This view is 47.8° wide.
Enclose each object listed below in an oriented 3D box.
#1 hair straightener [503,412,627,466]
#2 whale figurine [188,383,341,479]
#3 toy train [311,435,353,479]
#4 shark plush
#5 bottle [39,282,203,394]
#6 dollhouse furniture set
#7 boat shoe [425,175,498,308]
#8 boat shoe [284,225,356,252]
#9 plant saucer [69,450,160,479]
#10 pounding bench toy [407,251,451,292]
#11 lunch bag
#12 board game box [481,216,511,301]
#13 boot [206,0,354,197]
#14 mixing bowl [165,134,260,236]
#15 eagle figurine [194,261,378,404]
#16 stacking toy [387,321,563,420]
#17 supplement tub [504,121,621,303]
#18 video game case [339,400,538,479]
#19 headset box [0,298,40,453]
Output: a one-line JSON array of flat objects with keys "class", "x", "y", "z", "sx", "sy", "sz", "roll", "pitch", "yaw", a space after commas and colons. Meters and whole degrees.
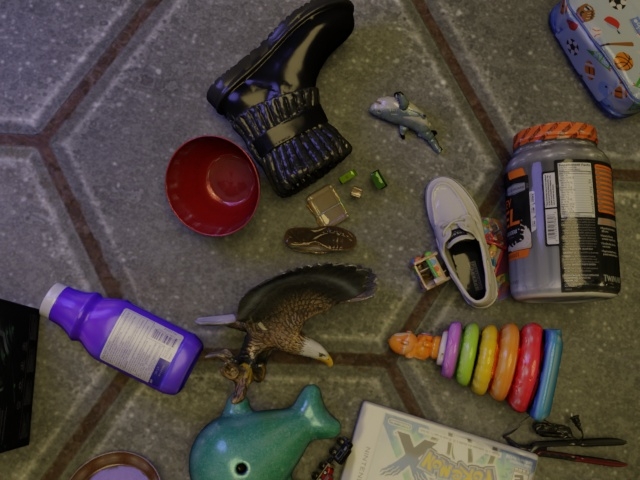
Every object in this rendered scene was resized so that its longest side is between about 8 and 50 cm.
[{"class": "hair straightener", "x": 0.457, "y": 0.366, "z": 1.347, "sx": 0.231, "sy": 0.047, "sz": 0.088, "roll": 6, "pitch": 79, "yaw": 1}, {"class": "whale figurine", "x": -0.094, "y": 0.358, "z": 1.244, "sx": 0.272, "sy": 0.141, "sz": 0.216, "roll": -29, "pitch": 83, "yaw": -11}, {"class": "toy train", "x": 0.006, "y": 0.420, "z": 1.286, "sx": 0.036, "sy": 0.027, "sz": 0.158, "roll": 35, "pitch": 88, "yaw": 32}, {"class": "shark plush", "x": 0.175, "y": -0.231, "z": 1.431, "sx": 0.161, "sy": 0.073, "sz": 0.067, "roll": 38, "pitch": 99, "yaw": -18}, {"class": "bottle", "x": -0.354, "y": 0.166, "z": 1.278, "sx": 0.283, "sy": 0.092, "sz": 0.118, "roll": 26, "pitch": 83, "yaw": 0}, {"class": "dollhouse furniture set", "x": 0.052, "y": -0.087, "z": 1.394, "sx": 0.152, "sy": 0.058, "sz": 0.076, "roll": -30, "pitch": 92, "yaw": 10}, {"class": "boat shoe", "x": 0.259, "y": -0.002, "z": 1.348, "sx": 0.096, "sy": 0.088, "sz": 0.267, "roll": -16, "pitch": 77, "yaw": 15}, {"class": "boat shoe", "x": 0.000, "y": 0.000, "z": 1.363, "sx": 0.136, "sy": 0.045, "sz": 0.050, "roll": 6, "pitch": 72, "yaw": 0}, {"class": "plant saucer", "x": -0.354, "y": 0.444, "z": 1.232, "sx": 0.169, "sy": 0.029, "sz": 0.168, "roll": 2, "pitch": 51, "yaw": -2}, {"class": "pounding bench toy", "x": 0.205, "y": 0.055, "z": 1.352, "sx": 0.052, "sy": 0.083, "sz": 0.065, "roll": -25, "pitch": 84, "yaw": -9}, {"class": "lunch bag", "x": 0.633, "y": -0.406, "z": 1.458, "sx": 0.243, "sy": 0.115, "sz": 0.303, "roll": -29, "pitch": 83, "yaw": -11}, {"class": "board game box", "x": 0.320, "y": 0.036, "z": 1.392, "sx": 0.133, "sy": 0.033, "sz": 0.168, "roll": -24, "pitch": 83, "yaw": -9}, {"class": "boot", "x": -0.012, "y": -0.270, "z": 1.362, "sx": 0.348, "sy": 0.131, "sz": 0.260, "roll": -41, "pitch": 79, "yaw": 0}, {"class": "mixing bowl", "x": -0.182, "y": -0.105, "z": 1.324, "sx": 0.182, "sy": 0.098, "sz": 0.181, "roll": 3, "pitch": 103, "yaw": 13}, {"class": "eagle figurine", "x": -0.049, "y": 0.131, "z": 1.257, "sx": 0.225, "sy": 0.226, "sz": 0.298, "roll": 32, "pitch": 96, "yaw": -35}, {"class": "stacking toy", "x": 0.272, "y": 0.209, "z": 1.315, "sx": 0.302, "sy": 0.175, "sz": 0.165, "roll": 11, "pitch": 84, "yaw": 11}, {"class": "supplement tub", "x": 0.442, "y": -0.046, "z": 1.335, "sx": 0.194, "sy": 0.193, "sz": 0.315, "roll": 1, "pitch": 79, "yaw": -5}, {"class": "video game case", "x": 0.191, "y": 0.478, "z": 1.285, "sx": 0.329, "sy": 0.036, "sz": 0.299, "roll": 17, "pitch": 79, "yaw": 4}, {"class": "headset box", "x": -0.562, "y": 0.218, "z": 1.155, "sx": 0.131, "sy": 0.283, "sz": 0.246, "roll": 2, "pitch": 81, "yaw": -5}]
